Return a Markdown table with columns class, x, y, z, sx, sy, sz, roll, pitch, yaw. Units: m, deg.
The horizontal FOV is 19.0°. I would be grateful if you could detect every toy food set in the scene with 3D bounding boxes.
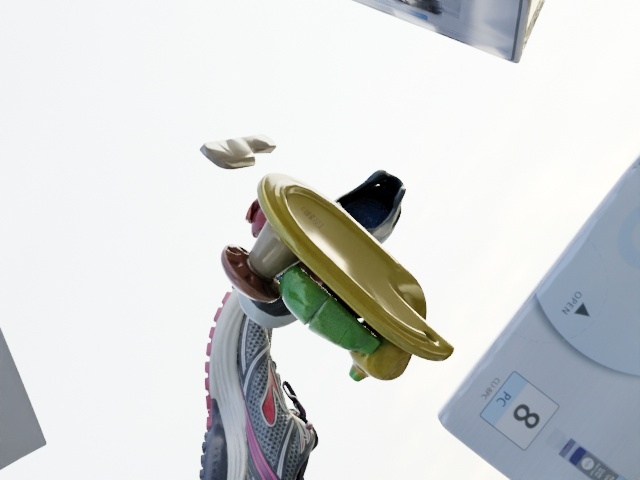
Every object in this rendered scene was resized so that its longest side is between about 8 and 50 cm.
| class | x | y | z | sx | sy | sz | roll | pitch | yaw |
| --- | --- | --- | --- | --- | --- | --- | --- | --- | --- |
| toy food set | -0.007 | 0.024 | 1.327 | 0.071 | 0.218 | 0.128 | -47 | -3 | 18 |

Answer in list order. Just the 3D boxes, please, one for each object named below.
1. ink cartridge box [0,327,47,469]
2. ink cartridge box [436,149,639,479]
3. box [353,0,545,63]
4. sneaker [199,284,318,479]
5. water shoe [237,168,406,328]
| class | x | y | z | sx | sy | sz | roll | pitch | yaw |
| --- | --- | --- | --- | --- | --- | --- | --- | --- | --- |
| ink cartridge box | -0.232 | 0.089 | 1.195 | 0.060 | 0.180 | 0.104 | -27 | -73 | -26 |
| ink cartridge box | 0.342 | 0.148 | 1.642 | 0.308 | 0.385 | 0.091 | -53 | -7 | 5 |
| box | 0.092 | -0.239 | 1.400 | 0.290 | 0.169 | 0.087 | 82 | -149 | -77 |
| sneaker | -0.056 | 0.175 | 1.891 | 0.121 | 0.112 | 0.299 | 82 | -173 | -63 |
| water shoe | 0.000 | 0.000 | 1.772 | 0.203 | 0.073 | 0.080 | -42 | -15 | -35 |
